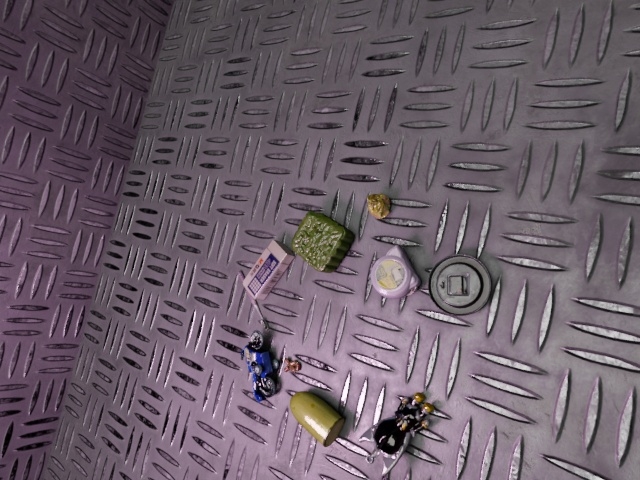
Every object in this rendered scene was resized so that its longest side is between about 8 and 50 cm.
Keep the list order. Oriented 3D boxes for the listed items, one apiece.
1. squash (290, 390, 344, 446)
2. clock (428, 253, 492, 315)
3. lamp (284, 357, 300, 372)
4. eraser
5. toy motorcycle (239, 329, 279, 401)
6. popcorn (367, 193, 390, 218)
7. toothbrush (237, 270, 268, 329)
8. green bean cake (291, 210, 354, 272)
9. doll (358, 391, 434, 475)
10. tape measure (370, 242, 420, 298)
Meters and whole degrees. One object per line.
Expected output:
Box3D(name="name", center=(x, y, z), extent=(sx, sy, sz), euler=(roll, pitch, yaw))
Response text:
Box3D(name="squash", center=(-0.032, 0.708, 1.677), extent=(0.247, 0.132, 0.132), euler=(26, 94, 34))
Box3D(name="clock", center=(0.506, 0.162, 1.495), extent=(0.226, 0.049, 0.226), euler=(-9, 73, 33))
Box3D(name="lamp", center=(-0.125, 0.558, 1.835), extent=(0.083, 0.031, 0.063), euler=(-4, 79, 29))
Box3D(name="eraser", center=(-0.250, 0.143, 1.978), extent=(0.124, 0.081, 0.279), euler=(44, 105, 33))
Box3D(name="toy motorcycle", center=(-0.290, 0.578, 1.895), extent=(0.169, 0.113, 0.315), euler=(-25, 74, 38))
Box3D(name="popcorn", center=(0.242, -0.143, 1.718), extent=(0.097, 0.089, 0.109), euler=(-25, 69, 39))
Box3D(name="toothbrush", center=(-0.338, 0.291, 2.035), extent=(0.024, 0.029, 0.354), euler=(-36, 61, 7))
Box3D(name="green bean cake", center=(0.000, 0.000, 1.818), extent=(0.248, 0.125, 0.222), euler=(36, 100, 34))
Box3D(name="doll", center=(0.275, 0.689, 1.496), extent=(0.145, 0.103, 0.316), euler=(42, 95, 17))
Box3D(name="tape measure", center=(0.287, 0.135, 1.617), extent=(0.178, 0.105, 0.196), euler=(-27, 67, 18))
